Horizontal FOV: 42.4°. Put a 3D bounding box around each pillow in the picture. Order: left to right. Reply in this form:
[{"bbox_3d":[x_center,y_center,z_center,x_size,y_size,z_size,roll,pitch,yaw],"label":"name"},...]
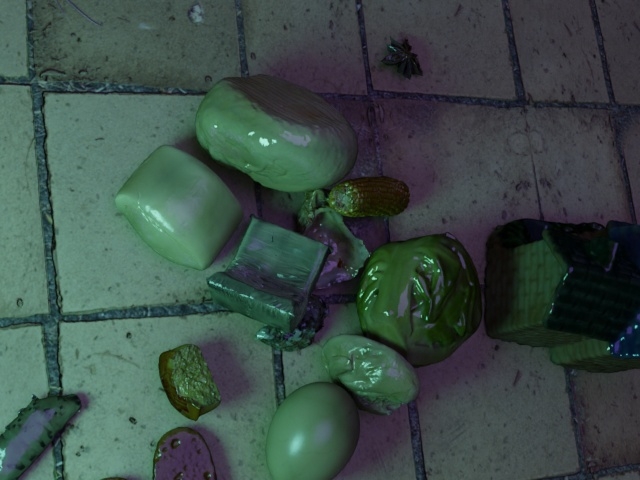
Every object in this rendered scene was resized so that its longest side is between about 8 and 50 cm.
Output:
[{"bbox_3d":[-0.565,0.375,1.573,0.093,0.051,0.241,46,65,-14],"label":"pillow"}]

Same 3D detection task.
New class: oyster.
[{"bbox_3d":[-0.059,0.185,1.840,0.125,0.064,0.177,42,66,-4],"label":"oyster"},{"bbox_3d":[0.010,-0.012,1.899,0.162,0.107,0.232,-17,99,-15],"label":"oyster"}]

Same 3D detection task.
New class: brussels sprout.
[{"bbox_3d":[0.231,0.130,1.883,0.328,0.247,0.328,8,72,-25],"label":"brussels sprout"}]

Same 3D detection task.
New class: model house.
[{"bbox_3d":[0.689,0.101,2.008,0.445,0.400,0.395,13,76,-20],"label":"model house"}]

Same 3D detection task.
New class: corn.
[{"bbox_3d":[0.118,-0.103,1.901,0.293,0.106,0.106,-5,78,-60],"label":"corn"}]

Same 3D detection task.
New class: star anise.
[{"bbox_3d":[0.200,-0.465,2.105,0.129,0.056,0.124,-19,84,-42],"label":"star anise"}]

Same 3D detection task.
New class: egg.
[{"bbox_3d":[-0.018,0.413,1.733,0.186,0.186,0.241,35,68,-13],"label":"egg"}]

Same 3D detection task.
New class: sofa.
[{"bbox_3d":[-0.105,0.060,1.751,0.210,0.176,0.225,23,71,9],"label":"sofa"}]

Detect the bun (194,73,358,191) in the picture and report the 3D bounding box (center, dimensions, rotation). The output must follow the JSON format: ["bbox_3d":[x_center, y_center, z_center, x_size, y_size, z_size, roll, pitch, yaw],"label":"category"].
[{"bbox_3d":[-0.098,-0.222,1.805,0.361,0.361,0.213,10,118,-22],"label":"bun"}]

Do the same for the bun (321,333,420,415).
[{"bbox_3d":[0.104,0.303,1.799,0.116,0.237,0.210,-53,141,-26],"label":"bun"}]

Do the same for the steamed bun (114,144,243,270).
[{"bbox_3d":[-0.293,-0.069,1.741,0.250,0.155,0.200,40,65,-8],"label":"steamed bun"}]

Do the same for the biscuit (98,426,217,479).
[{"bbox_3d":[-0.339,0.519,1.643,0.277,0.052,0.262,-7,76,-24],"label":"biscuit"}]

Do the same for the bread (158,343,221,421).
[{"bbox_3d":[-0.274,0.294,1.684,0.086,0.125,0.156,-21,76,-34],"label":"bread"}]
